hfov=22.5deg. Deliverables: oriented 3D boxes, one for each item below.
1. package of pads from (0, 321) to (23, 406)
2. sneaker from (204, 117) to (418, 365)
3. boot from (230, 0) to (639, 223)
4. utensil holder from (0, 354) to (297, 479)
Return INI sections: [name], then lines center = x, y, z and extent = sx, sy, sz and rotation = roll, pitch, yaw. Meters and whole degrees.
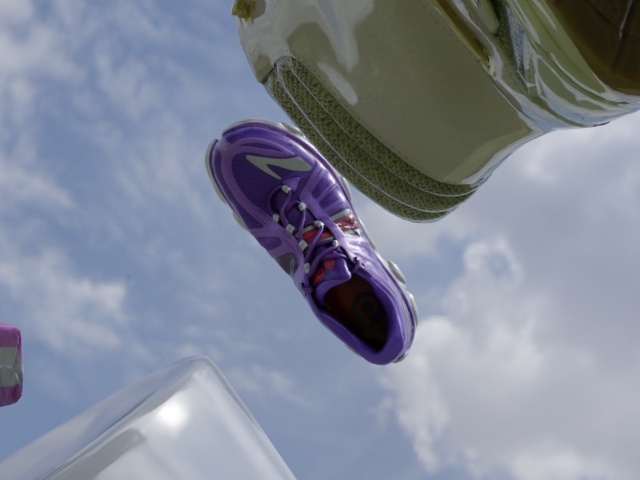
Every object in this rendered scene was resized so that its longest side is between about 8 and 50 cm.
[package of pads]
center = -0.138, 0.040, 0.548
extent = 0.050, 0.032, 0.083
rotation = 2, 1, -30
[sneaker]
center = 0.000, 0.000, 0.927
extent = 0.068, 0.071, 0.170
rotation = -40, -86, 7
[boot]
center = 0.014, -0.114, 0.452
extent = 0.077, 0.213, 0.165
rotation = -27, -3, -24
[utensil holder]
center = -0.067, 0.281, 0.559
extent = 0.327, 0.327, 0.385
rotation = -31, -87, 38
